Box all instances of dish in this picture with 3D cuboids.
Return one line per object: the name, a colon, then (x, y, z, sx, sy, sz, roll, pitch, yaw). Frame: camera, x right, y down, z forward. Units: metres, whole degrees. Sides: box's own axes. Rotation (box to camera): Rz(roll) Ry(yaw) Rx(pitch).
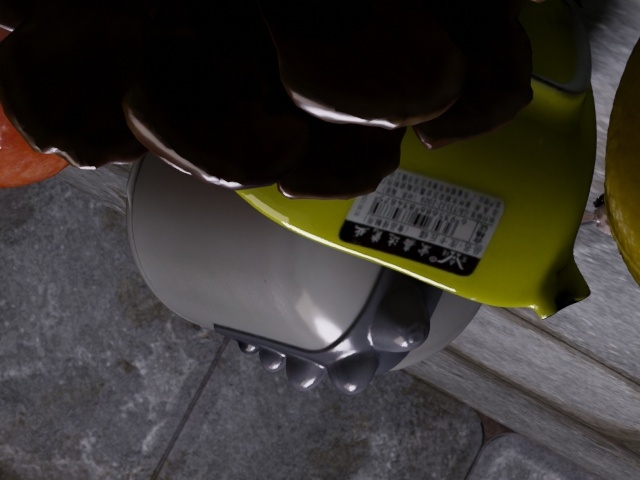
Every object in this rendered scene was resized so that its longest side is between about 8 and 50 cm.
dish: (0.058, -0.090, 0.796, 0.262, 0.221, 0.108, 27, 132, -15)

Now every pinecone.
pinecone: (-0.003, -0.135, 0.500, 0.244, 0.244, 0.309, 31, 159, -16)

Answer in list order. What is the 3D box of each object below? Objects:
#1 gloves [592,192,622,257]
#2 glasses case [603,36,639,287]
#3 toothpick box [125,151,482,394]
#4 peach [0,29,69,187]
gloves: (0.249, 0.009, 0.981, 0.144, 0.094, 0.110, 24, -175, -28)
glasses case: (0.283, -0.008, 0.511, 0.371, 0.173, 0.141, 22, 170, 19)
toothpick box: (0.000, 0.000, 1.196, 0.229, 0.229, 0.316, 34, 169, -32)
peach: (-0.235, -0.144, 1.108, 0.232, 0.232, 0.257, 26, 153, 10)
